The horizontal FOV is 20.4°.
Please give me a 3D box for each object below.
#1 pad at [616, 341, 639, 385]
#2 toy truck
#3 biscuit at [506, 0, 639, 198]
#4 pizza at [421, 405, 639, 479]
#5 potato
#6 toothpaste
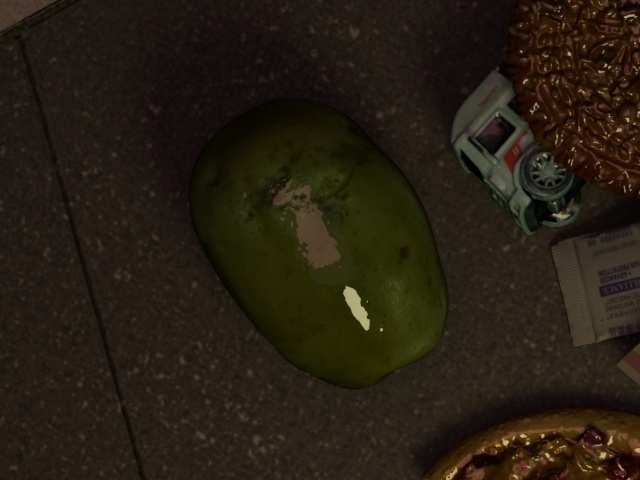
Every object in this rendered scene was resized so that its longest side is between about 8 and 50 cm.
[{"bbox_3d":[0.455,0.090,1.694,0.202,0.005,0.300,40,118,-5],"label":"pad"},{"bbox_3d":[0.260,-0.164,1.787,0.162,0.136,0.305,41,88,18],"label":"toy truck"},{"bbox_3d":[0.325,-0.185,1.687,0.305,0.038,0.305,-1,81,9],"label":"biscuit"},{"bbox_3d":[0.243,0.280,1.760,0.289,0.081,0.229,-5,83,6],"label":"pizza"},{"bbox_3d":[-0.002,0.001,1.770,0.216,0.216,0.304,-28,77,4],"label":"potato"},{"bbox_3d":[0.362,0.022,1.746,0.282,0.068,0.099,-15,52,32],"label":"toothpaste"}]
